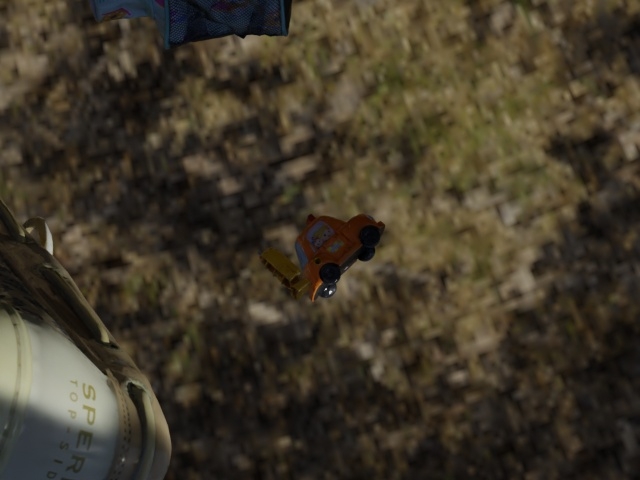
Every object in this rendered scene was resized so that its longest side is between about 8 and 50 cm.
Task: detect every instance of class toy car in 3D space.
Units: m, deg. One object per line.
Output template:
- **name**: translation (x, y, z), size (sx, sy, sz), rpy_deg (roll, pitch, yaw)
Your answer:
- **toy car**: translation (0.000, 0.000, 1.081), size (0.060, 0.040, 0.122), rpy_deg (-46, 171, 3)

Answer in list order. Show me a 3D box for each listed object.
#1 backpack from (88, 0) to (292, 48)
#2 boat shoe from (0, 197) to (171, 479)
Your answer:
- **backpack**: translation (-0.077, -0.215, 1.122), size (0.144, 0.166, 0.188), rpy_deg (-3, 156, -13)
- **boat shoe**: translation (-0.142, 0.038, 0.778), size (0.089, 0.285, 0.105), rpy_deg (16, 102, -26)
